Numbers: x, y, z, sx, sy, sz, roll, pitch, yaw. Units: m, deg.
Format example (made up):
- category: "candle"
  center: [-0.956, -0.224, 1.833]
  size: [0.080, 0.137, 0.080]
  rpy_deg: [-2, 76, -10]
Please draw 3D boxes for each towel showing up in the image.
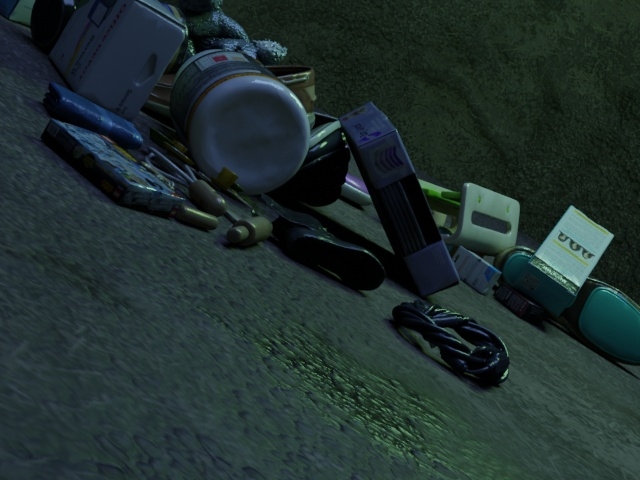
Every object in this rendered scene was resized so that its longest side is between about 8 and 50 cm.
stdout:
- category: "towel"
  center: [-0.270, -0.143, 1.557]
  size: [0.119, 0.029, 0.067]
  rpy_deg: [27, 10, -32]

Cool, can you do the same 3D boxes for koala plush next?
- category: "koala plush"
  center: [-0.175, -0.336, 2.437]
  size: [0.221, 0.196, 0.203]
  rpy_deg: [33, -2, 33]

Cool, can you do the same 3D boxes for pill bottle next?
- category: "pill bottle"
  center: [-0.121, -0.174, 1.807]
  size: [0.162, 0.162, 0.278]
  rpy_deg: [29, 10, -22]
- category: "pill bottle"
  center: [-0.318, -0.317, 1.978]
  size: [0.219, 0.123, 0.123]
  rpy_deg: [6, 25, -42]

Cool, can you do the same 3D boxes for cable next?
- category: "cable"
  center: [0.161, 0.120, 1.587]
  size: [0.150, 0.047, 0.184]
  rpy_deg: [30, 10, 18]

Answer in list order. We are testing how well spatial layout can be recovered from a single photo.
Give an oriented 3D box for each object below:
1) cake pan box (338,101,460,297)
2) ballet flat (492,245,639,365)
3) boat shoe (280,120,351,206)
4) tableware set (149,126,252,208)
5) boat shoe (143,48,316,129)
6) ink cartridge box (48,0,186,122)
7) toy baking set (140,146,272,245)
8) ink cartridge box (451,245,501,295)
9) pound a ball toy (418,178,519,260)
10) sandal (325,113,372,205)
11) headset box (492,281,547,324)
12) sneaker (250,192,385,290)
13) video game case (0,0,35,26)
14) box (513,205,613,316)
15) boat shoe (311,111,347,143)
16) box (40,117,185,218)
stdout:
- category: "cake pan box"
  center: [0.113, -0.064, 1.927]
  size: [0.267, 0.070, 0.245]
  rpy_deg: [-113, 178, -73]
- category: "ballet flat"
  center: [0.472, 0.116, 2.445]
  size: [0.348, 0.123, 0.123]
  rpy_deg: [30, 9, -5]
- category: "boat shoe"
  center: [-0.009, -0.106, 1.984]
  size: [0.340, 0.127, 0.113]
  rpy_deg: [-117, -178, -86]
- category: "tableware set"
  center: [-0.147, -0.095, 1.616]
  size: [0.154, 0.024, 0.104]
  rpy_deg: [32, -6, 44]
- category: "boat shoe"
  center: [-0.148, -0.241, 2.025]
  size: [0.324, 0.116, 0.123]
  rpy_deg: [1, 19, -36]
- category: "ink cartridge box"
  center: [-0.281, -0.271, 1.802]
  size: [0.093, 0.154, 0.212]
  rpy_deg: [27, 11, -31]
- category: "toy baking set"
  center: [-0.141, -0.056, 1.520]
  size: [0.197, 0.030, 0.256]
  rpy_deg: [34, 9, 11]
- category: "ink cartridge box"
  center: [0.265, 0.051, 2.264]
  size: [0.083, 0.048, 0.028]
  rpy_deg: [38, 11, 32]
- category: "pound a ball toy"
  center: [0.232, -0.031, 2.445]
  size: [0.208, 0.135, 0.319]
  rpy_deg: [7, -3, 28]
- category: "sandal"
  center: [-0.032, -0.202, 2.441]
  size: [0.169, 0.102, 0.416]
  rpy_deg: [20, 17, -46]
- category: "headset box"
  center: [0.350, 0.112, 2.282]
  size: [0.062, 0.032, 0.083]
  rpy_deg: [24, 11, -45]
- category: "sneaker"
  center: [-0.001, 0.002, 1.615]
  size: [0.170, 0.051, 0.089]
  rpy_deg: [23, 17, -29]
- category: "video game case"
  center: [-0.508, -0.420, 2.142]
  size: [0.269, 0.061, 0.244]
  rpy_deg: [36, 11, 23]
- category: "box"
  center: [0.440, 0.034, 2.360]
  size: [0.100, 0.060, 0.244]
  rpy_deg: [36, 38, 8]
- category: "boat shoe"
  center: [-0.080, -0.194, 2.197]
  size: [0.305, 0.091, 0.109]
  rpy_deg: [15, 27, -38]
- category: "box"
  center: [-0.217, -0.075, 1.373]
  size: [0.137, 0.027, 0.094]
  rpy_deg: [38, 12, 30]
